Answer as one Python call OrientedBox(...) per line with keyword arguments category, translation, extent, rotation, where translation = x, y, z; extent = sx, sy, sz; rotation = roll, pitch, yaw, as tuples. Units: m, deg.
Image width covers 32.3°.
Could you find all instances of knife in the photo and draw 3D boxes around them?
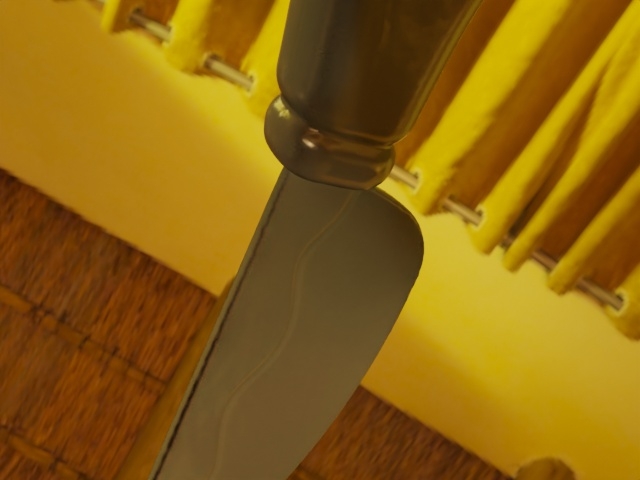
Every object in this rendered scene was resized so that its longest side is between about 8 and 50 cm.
OrientedBox(category="knife", translation=(0.002, 0.000, 0.356), extent=(0.080, 0.331, 0.044), rotation=(3, -148, -31))
